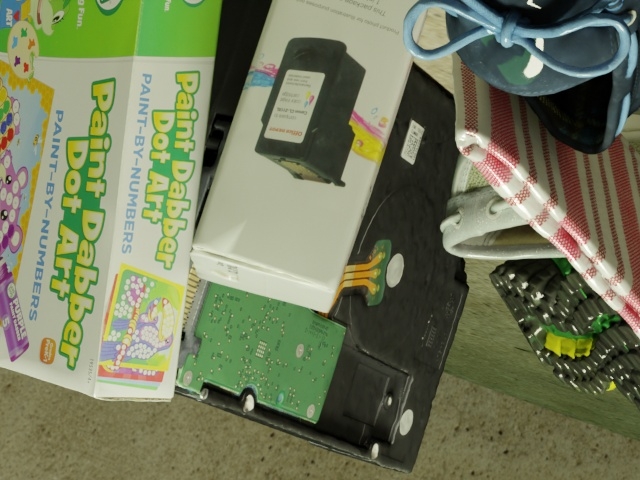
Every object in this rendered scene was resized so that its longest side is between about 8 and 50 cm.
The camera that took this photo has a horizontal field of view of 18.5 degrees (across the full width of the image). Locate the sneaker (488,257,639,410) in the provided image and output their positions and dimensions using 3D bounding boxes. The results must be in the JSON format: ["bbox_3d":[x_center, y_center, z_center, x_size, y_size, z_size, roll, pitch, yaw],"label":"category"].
[{"bbox_3d":[0.226,0.024,1.252,0.134,0.146,0.343,55,171,-14],"label":"sneaker"}]

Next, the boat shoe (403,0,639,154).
[{"bbox_3d":[0.098,-0.095,0.783,0.109,0.089,0.258,14,172,31],"label":"boat shoe"}]

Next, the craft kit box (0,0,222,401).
[{"bbox_3d":[-0.153,-0.058,1.040,0.061,0.249,0.247,5,-177,-44],"label":"craft kit box"}]

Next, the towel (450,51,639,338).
[{"bbox_3d":[0.118,-0.028,0.929,0.197,0.029,0.144,44,-155,-27],"label":"towel"}]

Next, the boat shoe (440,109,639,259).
[{"bbox_3d":[0.206,-0.017,1.077,0.320,0.103,0.118,12,172,38],"label":"boat shoe"}]

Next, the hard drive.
[{"bbox_3d":[0.000,0.000,1.184,0.064,0.236,0.339,14,173,28],"label":"hard drive"}]

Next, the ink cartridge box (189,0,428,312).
[{"bbox_3d":[-0.002,-0.059,0.968,0.072,0.175,0.127,18,174,1],"label":"ink cartridge box"}]
